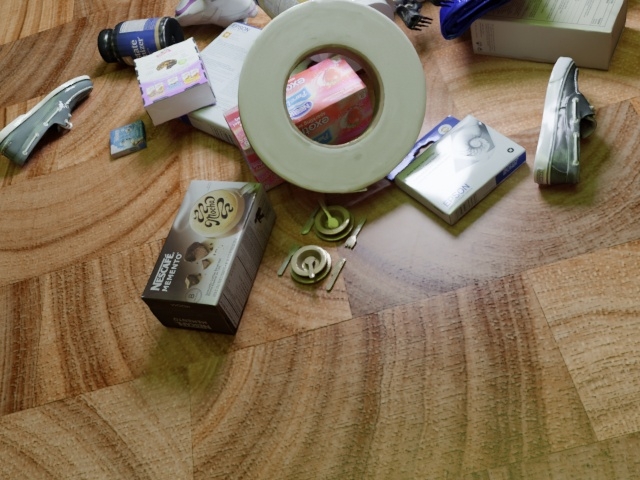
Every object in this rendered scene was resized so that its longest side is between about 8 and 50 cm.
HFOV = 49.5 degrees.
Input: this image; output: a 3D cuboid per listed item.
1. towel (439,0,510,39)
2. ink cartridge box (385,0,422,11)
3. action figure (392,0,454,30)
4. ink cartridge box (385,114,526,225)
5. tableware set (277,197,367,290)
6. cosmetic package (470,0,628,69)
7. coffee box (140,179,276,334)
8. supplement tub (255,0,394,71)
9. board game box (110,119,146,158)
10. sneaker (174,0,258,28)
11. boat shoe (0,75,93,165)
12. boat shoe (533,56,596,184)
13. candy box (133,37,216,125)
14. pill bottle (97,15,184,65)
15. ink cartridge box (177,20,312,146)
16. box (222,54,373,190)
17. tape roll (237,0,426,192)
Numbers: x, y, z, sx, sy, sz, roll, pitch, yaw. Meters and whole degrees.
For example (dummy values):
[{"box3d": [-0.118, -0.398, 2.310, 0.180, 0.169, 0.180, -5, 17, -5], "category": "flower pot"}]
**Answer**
[{"box3d": [0.361, -0.603, 1.578, 0.227, 0.076, 0.308, -28, 32, 29], "category": "towel"}, {"box3d": [0.171, -0.796, 1.860, 0.285, 0.166, 0.395, -21, 51, 3], "category": "ink cartridge box"}, {"box3d": [0.219, -0.592, 1.593, 0.164, 0.141, 0.276, -47, 37, 36], "category": "action figure"}, {"box3d": [0.270, -0.166, 1.447, 0.223, 0.045, 0.224, -40, 53, -12], "category": "ink cartridge box"}, {"box3d": [0.000, 0.000, 1.417, 0.128, 0.039, 0.194, 15, 61, 27], "category": "tableware set"}, {"box3d": [0.514, -0.495, 1.567, 0.309, 0.113, 0.160, 17, 62, 27], "category": "cosmetic package"}, {"box3d": [-0.220, 0.029, 1.416, 0.168, 0.119, 0.297, 5, 57, 19], "category": "coffee box"}, {"box3d": [0.003, -0.563, 1.634, 0.228, 0.228, 0.316, -36, 66, -9], "category": "supplement tub"}, {"box3d": [-0.493, -0.260, 1.776, 0.090, 0.020, 0.090, -20, 52, 5], "category": "board game box"}, {"box3d": [-0.298, -0.632, 1.934, 0.305, 0.152, 0.114, 2, 61, 47], "category": "sneaker"}, {"box3d": [-0.724, -0.322, 1.869, 0.099, 0.116, 0.319, 46, 64, -7], "category": "boat shoe"}, {"box3d": [0.501, -0.242, 1.391, 0.102, 0.108, 0.301, 7, 60, 22], "category": "boat shoe"}, {"box3d": [-0.360, -0.394, 1.709, 0.165, 0.070, 0.196, -22, 51, 0], "category": "candy box"}, {"box3d": [-0.498, -0.548, 1.923, 0.219, 0.123, 0.123, -1, 55, 18], "category": "pill bottle"}, {"box3d": [-0.203, -0.401, 1.757, 0.324, 0.071, 0.330, 27, 63, 32], "category": "ink cartridge box"}, {"box3d": [-0.042, -0.261, 1.551, 0.300, 0.154, 0.142, -27, 53, -4], "category": "box"}, {"box3d": [0.024, -0.288, 1.418, 0.392, 0.392, 0.072, -29, 9, -4], "category": "tape roll"}]
